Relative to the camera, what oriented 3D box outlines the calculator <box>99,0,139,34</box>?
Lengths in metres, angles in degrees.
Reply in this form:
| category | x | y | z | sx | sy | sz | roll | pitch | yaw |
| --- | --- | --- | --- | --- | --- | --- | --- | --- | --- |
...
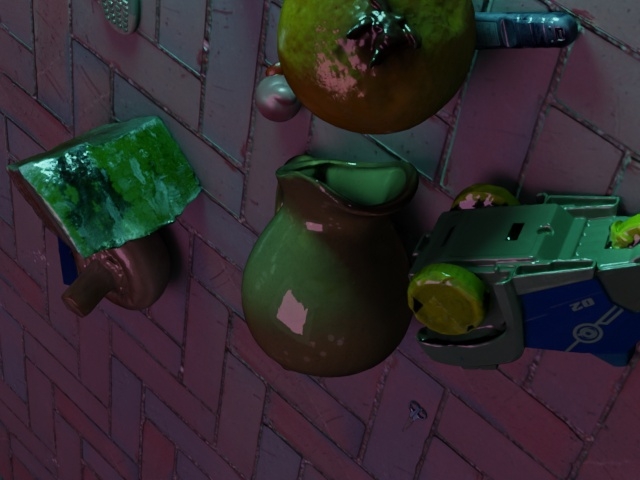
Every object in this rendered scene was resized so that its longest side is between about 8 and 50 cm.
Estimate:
| category | x | y | z | sx | sy | sz | roll | pitch | yaw |
| --- | --- | --- | --- | --- | --- | --- | --- | --- | --- |
| calculator | -0.321 | -0.393 | 1.839 | 0.095 | 0.021 | 0.153 | 35 | 141 | 27 |

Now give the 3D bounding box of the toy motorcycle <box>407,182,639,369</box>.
| category | x | y | z | sx | sy | sz | roll | pitch | yaw |
| --- | --- | --- | --- | --- | --- | --- | --- | --- | --- |
| toy motorcycle | 0.278 | 0.056 | 1.364 | 0.326 | 0.191 | 0.200 | 0 | 127 | 30 |

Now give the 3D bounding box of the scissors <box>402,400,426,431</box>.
| category | x | y | z | sx | sy | sz | roll | pitch | yaw |
| --- | --- | --- | --- | --- | --- | --- | --- | --- | --- |
| scissors | 0.143 | 0.282 | 1.836 | 0.036 | 0.006 | 0.083 | 43 | 143 | 15 |

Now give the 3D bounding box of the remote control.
| category | x | y | z | sx | sy | sz | roll | pitch | yaw |
| --- | --- | --- | --- | --- | --- | --- | --- | --- | --- |
| remote control | 0.220 | -0.236 | 1.310 | 0.152 | 0.027 | 0.043 | 11 | 130 | 49 |

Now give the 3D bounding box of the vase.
| category | x | y | z | sx | sy | sz | roll | pitch | yaw |
| --- | --- | --- | --- | --- | --- | --- | --- | --- | --- |
| vase | 0.000 | 0.000 | 1.629 | 0.329 | 0.241 | 0.302 | -128 | 38 | -56 |

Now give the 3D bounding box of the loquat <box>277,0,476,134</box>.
| category | x | y | z | sx | sy | sz | roll | pitch | yaw |
| --- | --- | --- | --- | --- | --- | --- | --- | --- | --- |
| loquat | 0.062 | -0.233 | 1.314 | 0.244 | 0.244 | 0.244 | 31 | 138 | 32 |

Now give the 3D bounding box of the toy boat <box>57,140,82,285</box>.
| category | x | y | z | sx | sy | sz | roll | pitch | yaw |
| --- | --- | --- | --- | --- | --- | --- | --- | --- | --- |
| toy boat | -0.463 | -0.061 | 2.214 | 0.129 | 0.088 | 0.295 | -105 | 13 | -53 |

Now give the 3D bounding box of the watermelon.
| category | x | y | z | sx | sy | sz | roll | pitch | yaw |
| --- | --- | --- | --- | --- | --- | --- | --- | --- | --- |
| watermelon | -0.381 | -0.113 | 1.935 | 0.302 | 0.264 | 0.151 | 22 | 132 | 44 |

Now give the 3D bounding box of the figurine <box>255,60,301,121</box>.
| category | x | y | z | sx | sy | sz | roll | pitch | yaw |
| --- | --- | --- | --- | --- | --- | --- | --- | --- | --- |
| figurine | -0.059 | -0.200 | 1.640 | 0.083 | 0.067 | 0.071 | 101 | 148 | -65 |

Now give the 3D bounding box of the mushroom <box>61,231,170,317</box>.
| category | x | y | z | sx | sy | sz | roll | pitch | yaw |
| --- | --- | --- | --- | --- | --- | --- | --- | --- | --- |
| mushroom | -0.384 | 0.053 | 2.108 | 0.207 | 0.215 | 0.207 | 26 | 142 | 22 |
